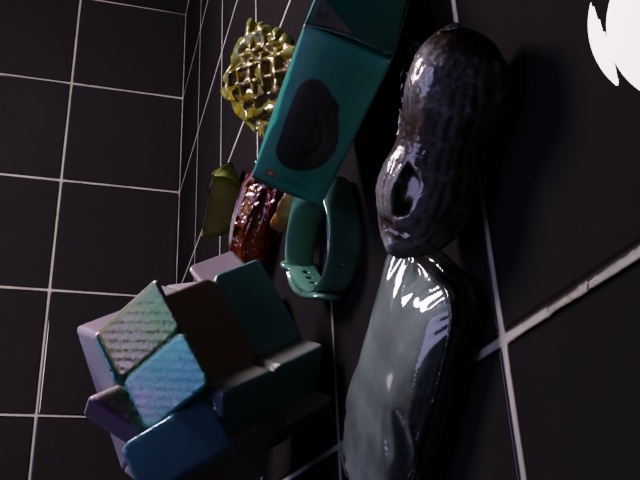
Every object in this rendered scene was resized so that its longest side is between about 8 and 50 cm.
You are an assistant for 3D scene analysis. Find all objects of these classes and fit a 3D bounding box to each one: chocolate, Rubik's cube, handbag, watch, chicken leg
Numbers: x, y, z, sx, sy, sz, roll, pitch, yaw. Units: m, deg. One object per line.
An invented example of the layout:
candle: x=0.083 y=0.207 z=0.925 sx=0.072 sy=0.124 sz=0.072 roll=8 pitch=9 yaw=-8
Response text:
chocolate: x=0.121 y=-0.094 z=0.817 sx=0.110 sy=0.110 sz=0.248 roll=-112 pitch=34 yaw=-57
Rubik's cube: x=-0.194 y=0.221 z=1.301 sx=0.368 sy=0.358 sz=0.387 roll=5 pitch=114 yaw=56
handbag: x=0.089 y=0.175 z=0.910 sx=0.191 sy=0.075 sz=0.332 roll=-131 pitch=51 yaw=-63
watch: x=0.000 y=0.000 z=1.274 sx=0.237 sy=0.068 sz=0.195 roll=163 pitch=109 yaw=-68
chicken leg: x=-0.155 y=-0.004 z=1.749 sx=0.158 sy=0.096 sz=0.407 roll=-96 pitch=17 yaw=-45

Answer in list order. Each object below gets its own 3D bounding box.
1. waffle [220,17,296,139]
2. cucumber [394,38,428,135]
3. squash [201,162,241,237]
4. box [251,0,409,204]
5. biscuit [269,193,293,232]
waffle: x=-0.115 y=-0.322 z=1.602 sx=0.223 sy=0.054 sz=0.204 roll=48 pitch=119 yaw=29
cucumber: x=0.113 y=-0.159 z=0.961 sx=0.053 sy=0.053 sz=0.181 roll=158 pitch=115 yaw=-72
squash: x=-0.229 y=-0.106 z=2.094 sx=0.184 sy=0.085 sz=0.192 roll=-53 pitch=-20 yaw=-64
box: x=0.014 y=-0.225 z=1.104 sx=0.311 sy=0.118 sz=0.205 roll=118 pitch=169 yaw=-53
biscuit: x=-0.041 y=-0.069 z=1.419 sx=0.118 sy=0.061 sz=0.183 roll=-65 pitch=3 yaw=-32
